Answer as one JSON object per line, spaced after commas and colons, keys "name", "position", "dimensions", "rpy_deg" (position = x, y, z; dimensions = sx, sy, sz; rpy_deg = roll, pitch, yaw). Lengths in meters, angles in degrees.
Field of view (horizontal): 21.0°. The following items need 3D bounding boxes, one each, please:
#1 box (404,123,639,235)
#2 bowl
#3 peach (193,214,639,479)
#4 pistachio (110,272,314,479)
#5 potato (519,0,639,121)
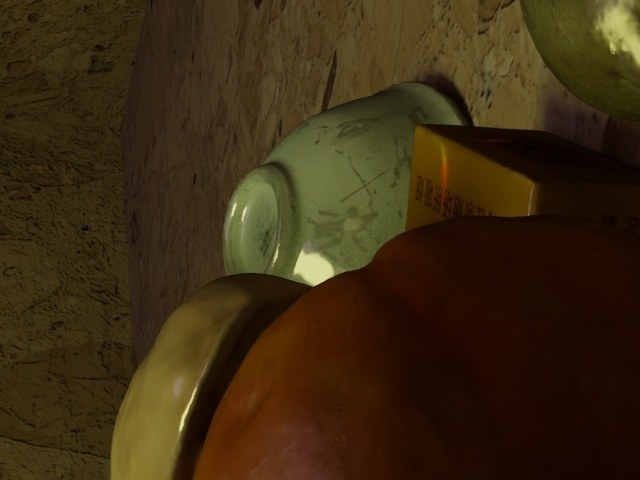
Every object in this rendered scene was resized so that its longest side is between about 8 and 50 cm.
{"name": "box", "position": [0.134, 0.141, 1.213], "dimensions": [0.264, 0.116, 0.415], "rpy_deg": [-140, 54, -71]}
{"name": "bowl", "position": [0.000, 0.000, 1.543], "dimensions": [0.313, 0.146, 0.313], "rpy_deg": [-27, 59, 57]}
{"name": "peach", "position": [0.108, 0.162, 0.881], "dimensions": [0.301, 0.343, 0.342], "rpy_deg": [51, 144, 30]}
{"name": "pistachio", "position": [-0.042, 0.155, 1.188], "dimensions": [0.309, 0.230, 0.229], "rpy_deg": [115, 153, -59]}
{"name": "potato", "position": [0.191, -0.148, 0.960], "dimensions": [0.251, 0.159, 0.174], "rpy_deg": [-94, -16, -71]}
